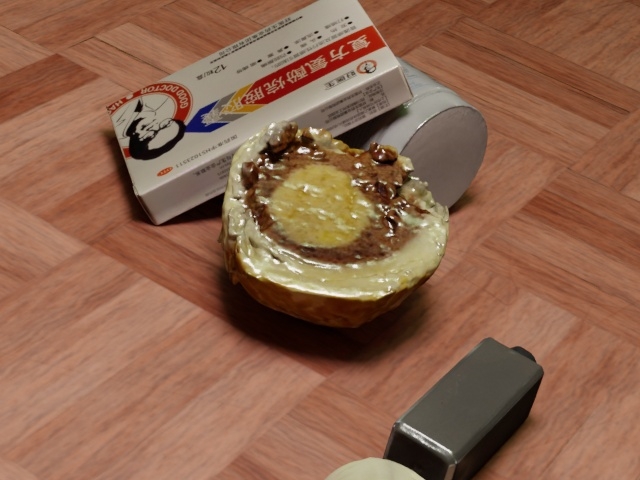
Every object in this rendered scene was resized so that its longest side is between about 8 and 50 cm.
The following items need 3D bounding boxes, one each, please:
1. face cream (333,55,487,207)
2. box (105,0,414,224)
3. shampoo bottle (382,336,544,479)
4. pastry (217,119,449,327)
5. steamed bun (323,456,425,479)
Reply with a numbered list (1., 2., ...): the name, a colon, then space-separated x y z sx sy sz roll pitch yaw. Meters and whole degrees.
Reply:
1. face cream: 0.102 -0.132 1.925 0.177 0.177 0.153 -15 42 -37
2. box: -0.082 -0.173 1.866 0.353 0.069 0.214 -28 40 1
3. shampoo bottle: 0.158 0.181 1.564 0.079 0.080 0.246 29 36 20
4. pastry: 0.007 0.007 1.705 0.256 0.170 0.237 13 52 -10
5. steamed bun: 0.040 0.305 1.269 0.170 0.200 0.225 -25 10 15
